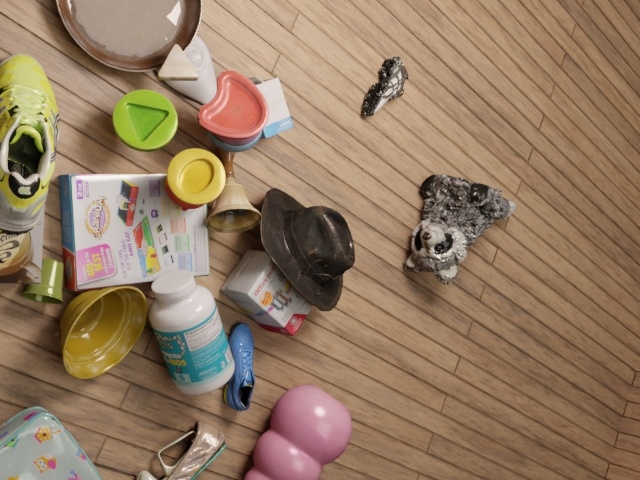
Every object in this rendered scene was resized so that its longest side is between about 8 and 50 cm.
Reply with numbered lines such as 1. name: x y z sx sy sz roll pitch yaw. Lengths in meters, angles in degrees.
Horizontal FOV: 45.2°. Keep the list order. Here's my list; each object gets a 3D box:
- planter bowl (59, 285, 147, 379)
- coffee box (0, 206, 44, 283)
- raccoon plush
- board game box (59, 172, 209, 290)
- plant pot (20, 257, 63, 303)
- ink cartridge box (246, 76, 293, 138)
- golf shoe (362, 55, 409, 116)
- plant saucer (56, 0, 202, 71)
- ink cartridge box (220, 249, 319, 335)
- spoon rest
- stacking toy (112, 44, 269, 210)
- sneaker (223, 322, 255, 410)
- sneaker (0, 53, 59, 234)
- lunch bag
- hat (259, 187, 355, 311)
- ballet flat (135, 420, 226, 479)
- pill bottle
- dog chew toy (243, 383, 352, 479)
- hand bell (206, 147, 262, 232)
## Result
1. planter bowl: -0.468 0.170 1.588 0.217 0.090 0.217 -41 148 -33
2. coffee box: -0.678 -0.006 1.416 0.297 0.119 0.168 4 90 -39
3. raccoon plush: 0.437 -0.010 2.252 0.446 0.216 0.299 14 92 -38
4. board game box: -0.397 -0.028 1.671 0.317 0.064 0.242 -4 95 -38
5. plant pot: -0.553 0.080 1.554 0.083 0.083 0.079 22 66 -37
6. ink cartridge box: -0.142 -0.323 1.836 0.090 0.092 0.143 -27 110 -34
7. golf shoe: 0.188 -0.406 2.103 0.094 0.077 0.198 41 69 -32
8. plant saucer: -0.404 -0.511 1.624 0.311 0.050 0.310 -3 96 -27
9. ink cartridge box: -0.122 0.124 1.856 0.176 0.127 0.128 45 66 -30
10. spoon rest: -0.266 -0.361 1.758 0.276 0.084 0.137 46 68 -15
11. stacking toy: -0.284 -0.238 1.665 0.279 0.130 0.309 37 70 -4
12. sneaker: -0.182 0.305 1.850 0.069 0.082 0.209 7 87 -36
13. sneaker: -0.540 -0.201 1.426 0.145 0.147 0.384 10 56 -35
14. lunch bag: -0.575 0.484 1.533 0.224 0.108 0.279 -40 115 -26
15. hat: 0.000 0.000 1.852 0.331 0.134 0.331 41 35 -38
16. ballet flat: -0.349 0.534 1.734 0.106 0.107 0.316 48 57 -8
17. pill bottle: -0.288 0.198 1.690 0.146 0.146 0.264 -33 123 -32
18. dog chew toy: -0.069 0.522 1.886 0.206 0.207 0.332 43 76 -32
19. hand bell: -0.213 -0.152 1.775 0.126 0.126 0.242 9 60 -38
